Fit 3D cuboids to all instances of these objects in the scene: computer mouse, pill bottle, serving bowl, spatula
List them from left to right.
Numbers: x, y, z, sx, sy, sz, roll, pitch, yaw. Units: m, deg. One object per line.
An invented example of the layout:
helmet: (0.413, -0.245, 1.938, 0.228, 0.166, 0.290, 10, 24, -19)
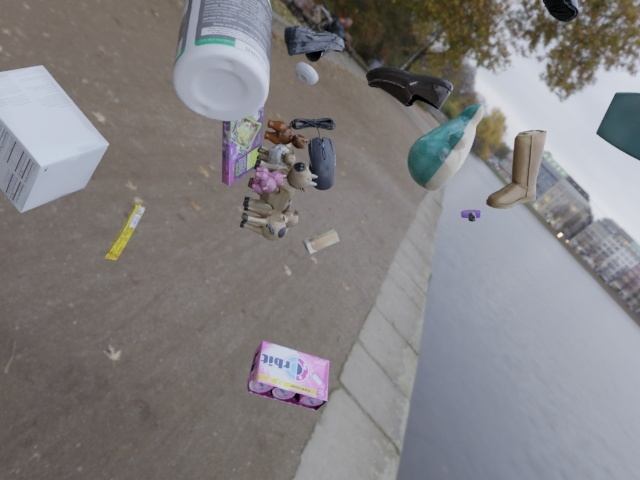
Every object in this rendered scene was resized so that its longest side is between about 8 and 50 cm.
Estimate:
pill bottle: (-0.212, -0.468, 1.221, 0.204, 0.204, 0.361, 30, 48, -41)
serving bowl: (-0.049, -0.519, 1.697, 0.083, 0.027, 0.083, 30, -18, 11)
computer mouse: (-0.031, -0.311, 1.888, 0.183, 0.262, 0.060, 3, -4, -13)
spatula: (0.612, -0.101, 2.193, 0.296, 0.084, 0.031, -25, 114, -74)

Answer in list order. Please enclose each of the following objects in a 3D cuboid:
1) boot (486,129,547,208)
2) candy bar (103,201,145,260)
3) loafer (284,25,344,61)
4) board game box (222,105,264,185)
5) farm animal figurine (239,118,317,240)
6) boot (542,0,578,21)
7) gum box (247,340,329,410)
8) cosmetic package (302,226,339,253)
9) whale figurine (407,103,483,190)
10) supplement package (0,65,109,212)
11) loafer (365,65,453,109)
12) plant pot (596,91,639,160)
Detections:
boot: (0.735, -0.270, 2.041, 0.236, 0.270, 0.089, -15, 29, -24)
candy bar: (-0.484, -0.021, 1.344, 0.018, 0.162, 0.040, 28, -1, 26)
loafer: (-0.015, -0.505, 1.407, 0.076, 0.078, 0.223, 13, 18, 34)
board game box: (-0.319, -0.410, 2.219, 0.056, 0.347, 0.208, 29, 48, 16)
farm animal figurine: (-0.107, -0.141, 1.474, 0.172, 0.331, 0.327, 16, -13, -11)
boot: (0.670, -0.767, 1.536, 0.246, 0.094, 0.207, 47, 48, -23)
gum box: (-0.077, 0.318, 1.273, 0.188, 0.062, 0.107, 21, 44, -17)
cosmetic package: (0.000, 0.000, 1.867, 0.060, 0.115, 0.041, 39, -29, 65)
whale figurine: (0.344, -0.273, 1.507, 0.141, 0.272, 0.216, 33, -5, 0)
supplement package: (-0.712, -0.251, 1.330, 0.263, 0.198, 0.199, 50, 38, 0)
loafer: (0.211, -0.373, 1.334, 0.219, 0.079, 0.080, 16, 4, 19)
plant pot: (0.800, -0.260, 1.280, 0.234, 0.166, 0.165, 30, 24, 31)
